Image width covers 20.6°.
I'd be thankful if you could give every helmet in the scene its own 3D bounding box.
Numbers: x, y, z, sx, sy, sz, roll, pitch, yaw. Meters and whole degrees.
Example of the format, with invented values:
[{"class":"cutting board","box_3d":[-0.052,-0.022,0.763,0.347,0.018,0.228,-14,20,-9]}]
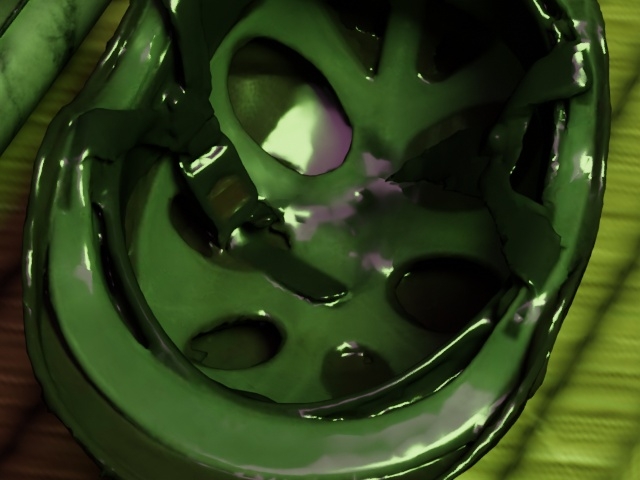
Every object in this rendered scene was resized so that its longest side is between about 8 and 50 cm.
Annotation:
[{"class":"helmet","box_3d":[0.000,0.000,0.774,0.225,0.177,0.305,21,72,8]}]

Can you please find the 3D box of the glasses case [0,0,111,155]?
[{"class":"glasses case","box_3d":[-0.205,-0.020,0.799,0.060,0.114,0.299,47,61,-30]}]
